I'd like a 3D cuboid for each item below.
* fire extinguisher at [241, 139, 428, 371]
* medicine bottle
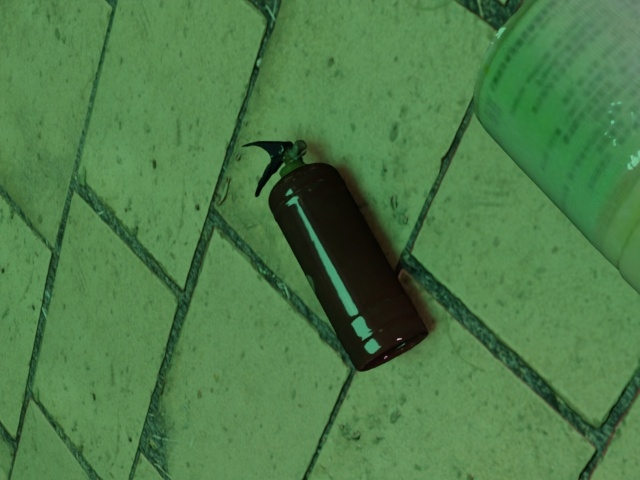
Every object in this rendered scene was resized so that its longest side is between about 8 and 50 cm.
[{"bbox_3d":[0.000,0.000,1.467,0.138,0.102,0.344,-46,67,46],"label":"fire extinguisher"},{"bbox_3d":[0.341,-0.049,0.982,0.406,0.236,0.236,50,133,26],"label":"medicine bottle"}]
